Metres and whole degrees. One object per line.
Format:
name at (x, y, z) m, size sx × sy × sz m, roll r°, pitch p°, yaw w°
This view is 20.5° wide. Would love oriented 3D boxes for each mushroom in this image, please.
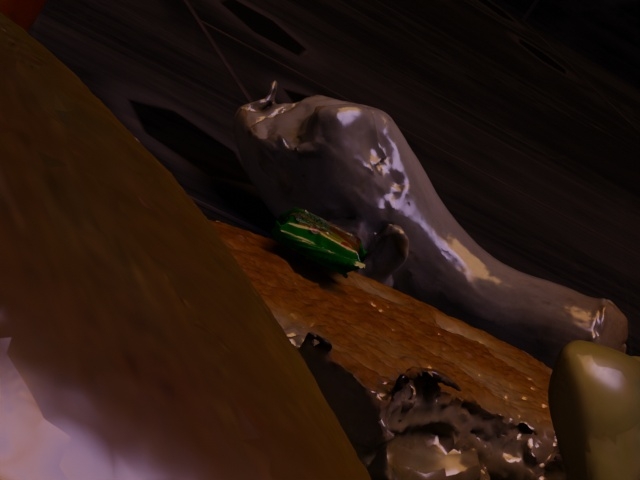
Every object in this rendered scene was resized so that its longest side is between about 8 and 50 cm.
mushroom at (0.062, 0.002, 1.065) m, size 0.278 × 0.096 × 0.099 m, roll 40°, pitch 17°, yaw 5°

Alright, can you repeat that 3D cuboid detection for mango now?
mango at (-0.099, 0.051, 0.400) m, size 0.365 × 0.182 × 0.253 m, roll 40°, pitch 15°, yaw 21°

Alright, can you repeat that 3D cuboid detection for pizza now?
pizza at (0.011, 0.067, 0.765) m, size 0.323 × 0.089 × 0.223 m, roll 22°, pitch 12°, yaw -35°

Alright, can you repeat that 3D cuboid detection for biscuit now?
biscuit at (0.000, 0.000, 0.814) m, size 0.046 × 0.016 × 0.089 m, roll 27°, pitch 6°, yaw 0°

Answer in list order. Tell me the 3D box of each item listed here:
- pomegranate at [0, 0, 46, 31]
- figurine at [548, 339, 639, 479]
pomegranate at (-0.211, -0.164, 0.796) m, size 0.209 × 0.209 × 0.209 m, roll 32°, pitch 15°, yaw -10°
figurine at (0.264, 0.108, 0.544) m, size 0.361 × 0.377 × 0.266 m, roll -22°, pitch 90°, yaw -64°
